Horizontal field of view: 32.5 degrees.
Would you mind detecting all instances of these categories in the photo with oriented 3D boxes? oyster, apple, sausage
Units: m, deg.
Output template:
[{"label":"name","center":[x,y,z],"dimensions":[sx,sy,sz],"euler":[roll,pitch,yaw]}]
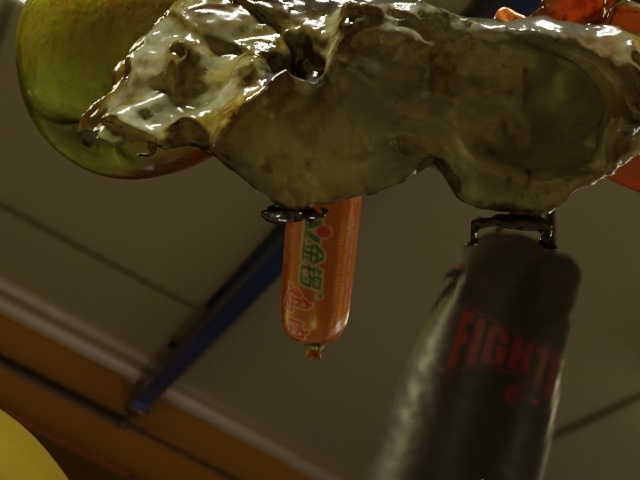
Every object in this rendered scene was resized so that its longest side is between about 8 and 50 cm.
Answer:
[{"label":"oyster","center":[0.034,-0.074,0.622],"dimensions":[0.337,0.198,0.133],"euler":[4,-66,6]},{"label":"apple","center":[-0.228,-0.242,1.434],"dimensions":[0.339,0.340,0.339],"euler":[16,-33,11]},{"label":"sausage","center":[0.000,0.000,1.340],"dimensions":[0.093,0.093,0.312],"euler":[11,-74,18]}]

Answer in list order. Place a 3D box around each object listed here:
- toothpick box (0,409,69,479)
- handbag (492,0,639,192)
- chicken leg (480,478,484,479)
[{"label":"toothpick box","center":[-0.336,0.303,0.753],"dimensions":[0.409,0.409,0.425],"euler":[-15,-87,44]},{"label":"handbag","center":[0.341,-0.161,1.045],"dimensions":[0.303,0.116,0.410],"euler":[17,-13,-17]},{"label":"chicken leg","center":[0.239,0.394,1.534],"dimensions":[0.196,0.080,0.125],"euler":[-23,-72,30]}]
